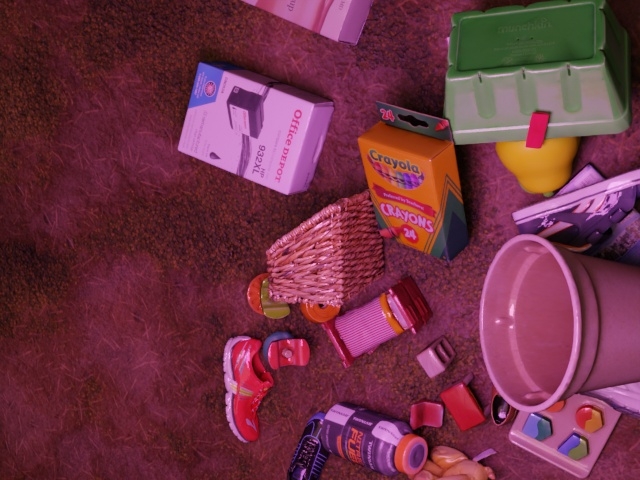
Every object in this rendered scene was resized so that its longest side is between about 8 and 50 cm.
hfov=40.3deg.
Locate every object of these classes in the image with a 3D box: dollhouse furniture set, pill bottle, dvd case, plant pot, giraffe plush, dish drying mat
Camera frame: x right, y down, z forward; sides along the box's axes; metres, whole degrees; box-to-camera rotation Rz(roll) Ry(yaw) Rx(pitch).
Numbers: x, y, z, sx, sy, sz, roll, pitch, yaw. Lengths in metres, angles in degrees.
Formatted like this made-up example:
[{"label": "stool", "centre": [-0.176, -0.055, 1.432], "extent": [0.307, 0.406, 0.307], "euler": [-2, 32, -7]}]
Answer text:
[{"label": "dollhouse furniture set", "centre": [0.198, 0.289, 1.981], "extent": [0.201, 0.152, 0.374], "euler": [-33, 86, 24]}, {"label": "pill bottle", "centre": [0.128, 0.463, 2.013], "extent": [0.245, 0.130, 0.130], "euler": [9, 104, 45]}, {"label": "dvd case", "centre": [0.586, -0.012, 1.834], "extent": [0.253, 0.022, 0.180], "euler": [47, 114, 8]}, {"label": "plant pot", "centre": [0.524, 0.159, 1.686], "extent": [0.305, 0.334, 0.334], "euler": [2, 104, -19]}, {"label": "giraffe plush", "centre": [0.314, 0.585, 2.005], "extent": [0.210, 0.181, 0.171], "euler": [-10, 109, -10]}, {"label": "dish drying mat", "centre": [0.409, -0.208, 1.649], "extent": [0.032, 0.008, 0.083], "euler": [9, 137, 9]}]

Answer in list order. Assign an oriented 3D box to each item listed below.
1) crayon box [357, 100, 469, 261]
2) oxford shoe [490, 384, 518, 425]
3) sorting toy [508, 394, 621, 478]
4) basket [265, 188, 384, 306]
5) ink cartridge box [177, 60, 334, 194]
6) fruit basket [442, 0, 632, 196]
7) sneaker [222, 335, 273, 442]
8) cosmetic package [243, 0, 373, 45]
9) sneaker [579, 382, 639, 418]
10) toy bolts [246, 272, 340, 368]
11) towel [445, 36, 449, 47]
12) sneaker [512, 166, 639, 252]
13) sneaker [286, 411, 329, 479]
[{"label": "crayon box", "centre": [0.193, -0.123, 1.831], "extent": [0.202, 0.081, 0.319], "euler": [23, 141, 42]}, {"label": "oxford shoe", "centre": [0.417, 0.311, 1.936], "extent": [0.076, 0.076, 0.212], "euler": [7, 96, 24]}, {"label": "sorting toy", "centre": [0.538, 0.400, 1.922], "extent": [0.193, 0.038, 0.208], "euler": [26, 108, 17]}, {"label": "basket", "centre": [0.000, 0.000, 1.931], "extent": [0.213, 0.299, 0.223], "euler": [3, 103, 24]}, {"label": "ink cartridge box", "centre": [-0.152, -0.265, 2.036], "extent": [0.307, 0.129, 0.223], "euler": [23, 107, 17]}, {"label": "fruit basket", "centre": [0.432, -0.278, 1.745], "extent": [0.392, 0.392, 0.283], "euler": [-3, 62, 23]}, {"label": "sneaker", "centre": [-0.174, 0.377, 2.185], "extent": [0.118, 0.107, 0.279], "euler": [-4, 101, 14]}, {"label": "cosmetic package", "centre": [-0.041, -0.559, 1.935], "extent": [0.296, 0.129, 0.153], "euler": [25, 107, 16]}, {"label": "sneaker", "centre": [0.584, 0.274, 1.849], "extent": [0.297, 0.111, 0.129], "euler": [21, 78, 8]}, {"label": "toy bolts", "centre": [-0.074, 0.194, 2.117], "extent": [0.218, 0.158, 0.229], "euler": [2, 91, -18]}, {"label": "towel", "centre": [0.377, -0.393, 1.849], "extent": [0.197, 0.029, 0.144], "euler": [-14, 97, 25]}, {"label": "sneaker", "centre": [0.555, -0.054, 1.760], "extent": [0.321, 0.126, 0.127], "euler": [-23, 86, 36]}, {"label": "sneaker", "centre": [-0.028, 0.542, 2.157], "extent": [0.081, 0.090, 0.232], "euler": [19, 107, 19]}]
